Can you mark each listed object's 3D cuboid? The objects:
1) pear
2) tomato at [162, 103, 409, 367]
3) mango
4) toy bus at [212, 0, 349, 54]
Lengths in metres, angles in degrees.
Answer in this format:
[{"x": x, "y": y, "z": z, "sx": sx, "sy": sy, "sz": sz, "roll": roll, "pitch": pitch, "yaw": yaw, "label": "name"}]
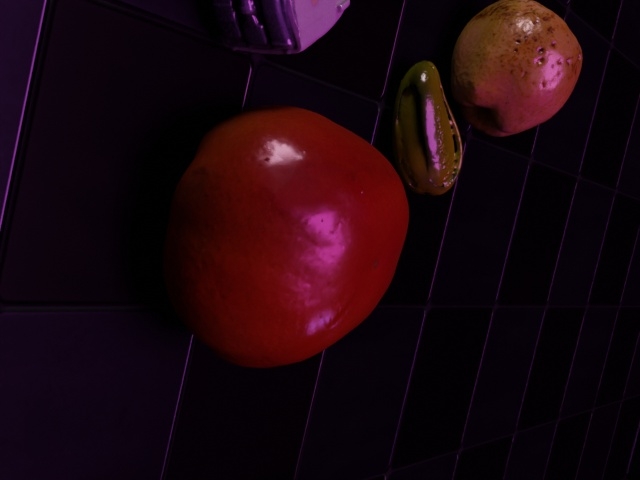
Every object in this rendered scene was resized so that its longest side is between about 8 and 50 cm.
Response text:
[{"x": 0.249, "y": -0.221, "z": 1.219, "sx": 0.178, "sy": 0.178, "sz": 0.178, "roll": -28, "pitch": 125, "yaw": -48, "label": "pear"}, {"x": -0.025, "y": -0.002, "z": 0.870, "sx": 0.260, "sy": 0.180, "sz": 0.259, "roll": -32, "pitch": 131, "yaw": -46, "label": "tomato"}, {"x": 0.126, "y": -0.135, "z": 1.139, "sx": 0.091, "sy": 0.074, "sz": 0.165, "roll": -20, "pitch": 107, "yaw": -45, "label": "mango"}, {"x": -0.051, "y": -0.334, "z": 0.772, "sx": 0.138, "sy": 0.097, "sz": 0.342, "roll": -46, "pitch": 137, "yaw": -46, "label": "toy bus"}]
